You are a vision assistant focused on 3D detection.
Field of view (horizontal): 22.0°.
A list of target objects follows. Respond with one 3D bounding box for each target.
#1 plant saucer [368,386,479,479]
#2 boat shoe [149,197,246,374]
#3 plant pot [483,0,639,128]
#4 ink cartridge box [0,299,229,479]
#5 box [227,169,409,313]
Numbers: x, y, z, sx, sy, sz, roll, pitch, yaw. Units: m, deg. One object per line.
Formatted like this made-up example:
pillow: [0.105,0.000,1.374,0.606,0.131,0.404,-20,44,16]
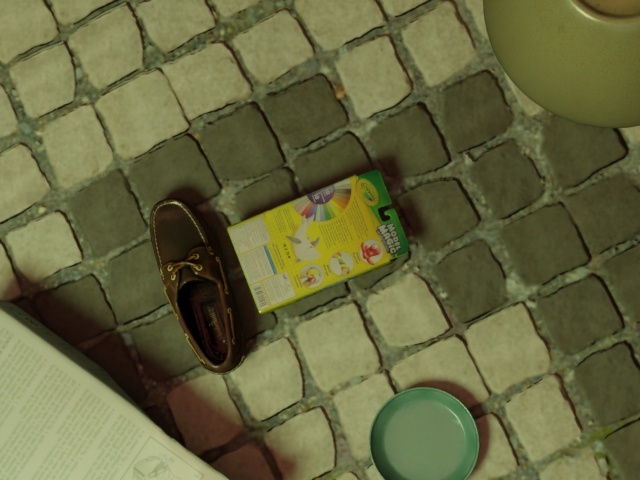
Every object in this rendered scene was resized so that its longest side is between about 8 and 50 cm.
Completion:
plant saucer: [0.112,0.218,1.781,0.119,0.021,0.119,0,86,7]
boat shoe: [-0.134,0.046,1.799,0.073,0.073,0.207,-25,82,6]
plant pot: [0.306,-0.267,1.700,0.284,0.191,0.284,0,87,8]
ink cartridge box: [-0.293,0.293,1.789,0.385,0.091,0.308,35,91,11]
box: [0.000,0.000,1.799,0.179,0.043,0.105,-22,84,8]
